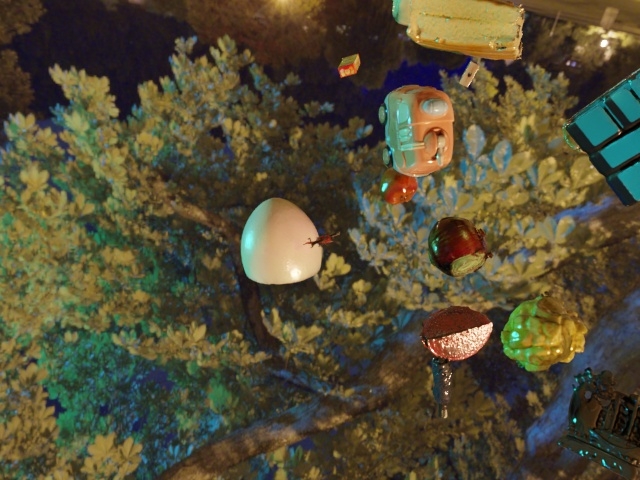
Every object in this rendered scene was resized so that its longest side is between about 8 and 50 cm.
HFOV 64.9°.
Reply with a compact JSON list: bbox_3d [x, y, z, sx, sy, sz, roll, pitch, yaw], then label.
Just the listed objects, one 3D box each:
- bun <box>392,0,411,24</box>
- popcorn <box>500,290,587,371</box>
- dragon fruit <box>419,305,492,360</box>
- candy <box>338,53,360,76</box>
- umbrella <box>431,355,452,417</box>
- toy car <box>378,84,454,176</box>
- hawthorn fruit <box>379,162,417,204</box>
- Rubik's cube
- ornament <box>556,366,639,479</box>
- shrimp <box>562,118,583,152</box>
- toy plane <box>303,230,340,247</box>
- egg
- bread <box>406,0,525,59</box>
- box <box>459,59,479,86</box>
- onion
[{"bbox_3d":[0.283,-0.734,1.460,0.127,0.222,0.222,4,-153,0],"label":"bun"},{"bbox_3d":[0.700,0.287,1.585,0.252,0.215,0.286,-6,-163,28],"label":"popcorn"},{"bbox_3d":[0.487,0.347,1.857,0.261,0.189,0.163,-13,178,-4],"label":"dragon fruit"},{"bbox_3d":[0.107,-0.642,1.845,0.062,0.038,0.122,-10,-147,20],"label":"candy"},{"bbox_3d":[0.375,0.451,1.526,0.070,0.248,0.071,-10,-153,5],"label":"umbrella"},{"bbox_3d":[0.295,-0.324,1.460,0.180,0.271,0.212,-8,-175,-16],"label":"toy car"},{"bbox_3d":[0.251,-0.180,1.613,0.125,0.125,0.140,12,-119,0],"label":"hawthorn fruit"},{"bbox_3d":[0.854,-0.298,1.277,0.293,0.288,0.283,-27,-98,-44],"label":"Rubik's cube"},{"bbox_3d":[0.815,0.507,1.414,0.106,0.261,0.251,27,175,-40],"label":"ornament"},{"bbox_3d":[0.968,-0.382,1.760,0.294,0.062,0.154,-13,-113,-23],"label":"shrimp"},{"bbox_3d":[0.000,0.000,1.803,0.145,0.037,0.060,-13,172,-29],"label":"toy plane"},{"bbox_3d":[-0.178,-0.018,2.219,0.354,0.340,0.354,-4,-163,1],"label":"egg"},{"bbox_3d":[0.331,-0.472,1.116,0.246,0.111,0.239,16,-159,17],"label":"bread"},{"bbox_3d":[0.344,-0.386,1.162,0.024,0.053,0.083,28,-155,2],"label":"box"},{"bbox_3d":[0.246,0.008,0.906,0.118,0.117,0.119,-5,-117,9],"label":"onion"}]
